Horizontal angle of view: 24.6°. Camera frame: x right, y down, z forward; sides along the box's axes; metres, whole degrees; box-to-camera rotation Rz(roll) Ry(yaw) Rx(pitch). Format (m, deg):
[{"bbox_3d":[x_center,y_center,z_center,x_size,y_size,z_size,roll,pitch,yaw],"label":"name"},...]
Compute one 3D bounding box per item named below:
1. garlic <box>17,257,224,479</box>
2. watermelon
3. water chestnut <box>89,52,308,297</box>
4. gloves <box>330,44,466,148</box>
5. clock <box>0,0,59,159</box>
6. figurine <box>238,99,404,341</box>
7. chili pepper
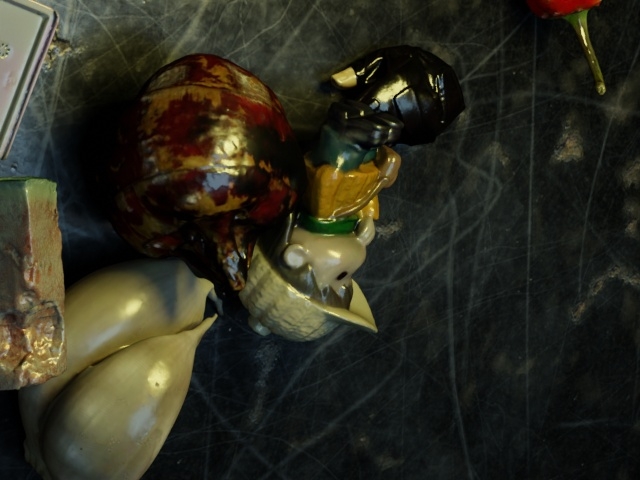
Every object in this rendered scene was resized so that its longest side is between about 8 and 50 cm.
[{"bbox_3d":[-0.224,0.168,1.842,0.340,0.231,0.246,-42,137,-19],"label":"garlic"},{"bbox_3d":[-0.371,0.058,1.720,0.318,0.226,0.148,-55,167,21],"label":"watermelon"},{"bbox_3d":[-0.139,-0.085,1.801,0.244,0.289,0.289,35,81,2],"label":"water chestnut"},{"bbox_3d":[0.089,-0.184,2.041,0.203,0.124,0.164,-42,107,-27],"label":"gloves"},{"bbox_3d":[-0.404,-0.203,1.690,0.147,0.071,0.192,19,94,-39],"label":"clock"},{"bbox_3d":[-0.008,-0.025,1.962,0.185,0.204,0.332,-22,120,-67],"label":"figurine"},{"bbox_3d":[0.356,-0.391,2.147,0.134,0.131,0.338,-40,125,-50],"label":"chili pepper"}]
